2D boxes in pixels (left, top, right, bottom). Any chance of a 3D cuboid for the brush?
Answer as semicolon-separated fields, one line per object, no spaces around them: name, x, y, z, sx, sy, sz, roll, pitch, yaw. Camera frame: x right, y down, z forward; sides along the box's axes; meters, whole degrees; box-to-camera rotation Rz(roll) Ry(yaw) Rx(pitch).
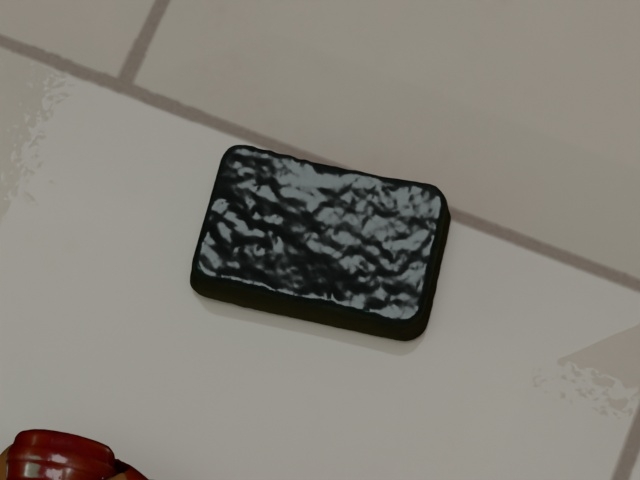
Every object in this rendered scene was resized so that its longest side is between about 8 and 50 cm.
brush;0.000;0.000;1.571;0.197;0.059;0.123;12;72;5

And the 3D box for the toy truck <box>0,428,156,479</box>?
toy truck;-0.176;0.253;1.451;0.265;0.239;0.189;-6;67;43
